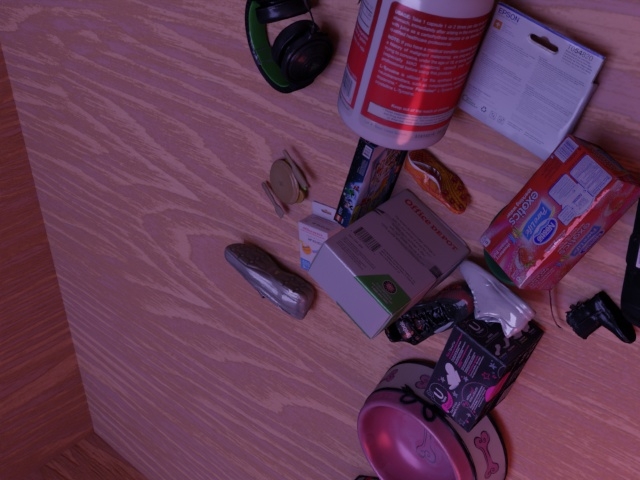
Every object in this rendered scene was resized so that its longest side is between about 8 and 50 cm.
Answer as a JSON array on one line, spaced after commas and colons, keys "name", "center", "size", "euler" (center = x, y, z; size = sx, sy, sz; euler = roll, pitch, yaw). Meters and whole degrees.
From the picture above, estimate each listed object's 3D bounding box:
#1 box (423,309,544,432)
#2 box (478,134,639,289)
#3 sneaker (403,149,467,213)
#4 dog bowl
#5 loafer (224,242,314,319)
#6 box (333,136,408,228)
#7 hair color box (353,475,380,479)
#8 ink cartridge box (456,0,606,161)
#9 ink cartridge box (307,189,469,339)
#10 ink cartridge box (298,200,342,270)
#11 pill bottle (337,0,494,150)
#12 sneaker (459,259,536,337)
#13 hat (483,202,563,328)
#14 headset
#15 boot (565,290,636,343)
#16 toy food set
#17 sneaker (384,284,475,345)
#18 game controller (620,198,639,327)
[{"name": "box", "center": [0.356, 0.271, 1.584], "size": [0.142, 0.163, 0.247], "euler": [40, 138, 26]}, {"name": "box", "center": [0.423, -0.043, 1.267], "size": [0.257, 0.122, 0.128], "euler": [-55, 50, 27]}, {"name": "sneaker", "center": [0.251, -0.123, 1.542], "size": [0.175, 0.064, 0.067], "euler": [51, 160, 17]}, {"name": "dog bowl", "center": [0.264, 0.522, 1.832], "size": [0.408, 0.150, 0.408], "euler": [29, 133, 36]}, {"name": "loafer", "center": [-0.159, 0.117, 2.068], "size": [0.319, 0.112, 0.111], "euler": [35, 126, 26]}, {"name": "box", "center": [0.119, -0.149, 1.572], "size": [0.044, 0.159, 0.233], "euler": [38, 136, 21]}, {"name": "hair color box", "center": [0.197, 0.788, 2.057], "size": [0.374, 0.185, 0.114], "euler": [-15, 102, 49]}, {"name": "ink cartridge box", "center": [0.380, -0.289, 1.300], "size": [0.223, 0.045, 0.224], "euler": [39, 136, 22]}, {"name": "ink cartridge box", "center": [0.152, 0.045, 1.560], "size": [0.211, 0.289, 0.121], "euler": [47, 142, 15]}, {"name": "ink cartridge box", "center": [0.000, 0.000, 1.866], "size": [0.104, 0.061, 0.181], "euler": [22, 128, 36]}, {"name": "pill bottle", "center": [0.179, -0.388, 1.305], "size": [0.229, 0.229, 0.408], "euler": [38, 136, 24]}, {"name": "sneaker", "center": [0.349, 0.122, 1.511], "size": [0.080, 0.094, 0.212], "euler": [35, -173, -42]}, {"name": "hat", "center": [0.443, 0.035, 1.457], "size": [0.173, 0.183, 0.209], "euler": [32, 95, 39]}, {"name": "headset", "center": [-0.039, -0.482, 1.583], "size": [0.394, 0.185, 0.243], "euler": [-17, 97, 65]}, {"name": "boot", "center": [0.548, 0.166, 1.410], "size": [0.121, 0.045, 0.099], "euler": [56, 139, 15]}, {"name": "toy food set", "center": [-0.086, -0.152, 1.889], "size": [0.132, 0.038, 0.192], "euler": [60, 147, 10]}, {"name": "sneaker", "center": [0.251, 0.180, 1.661], "size": [0.276, 0.135, 0.098], "euler": [-26, 92, 49]}, {"name": "game controller", "center": [0.621, 0.038, 1.254], "size": [0.166, 0.067, 0.319], "euler": [35, 136, 47]}]
